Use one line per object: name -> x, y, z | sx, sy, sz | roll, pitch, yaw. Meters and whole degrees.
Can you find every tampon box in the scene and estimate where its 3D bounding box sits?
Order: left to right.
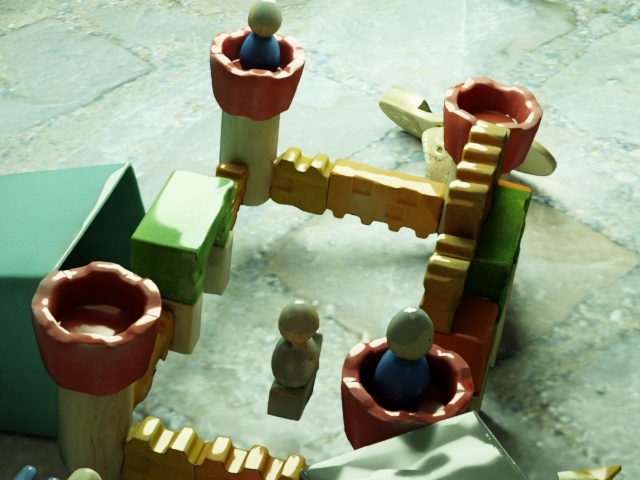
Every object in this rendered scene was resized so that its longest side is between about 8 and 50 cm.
tampon box -> 0.065, 0.208, 0.822 | 0.120, 0.161, 0.101 | -17, 36, -15

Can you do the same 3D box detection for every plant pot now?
plant pot -> -0.270, 0.047, 1.106 | 0.234, 0.166, 0.165 | 1, 35, 17

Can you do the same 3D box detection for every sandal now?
sandal -> 0.126, -0.081, 1.329 | 0.079, 0.088, 0.240 | -52, 40, -7

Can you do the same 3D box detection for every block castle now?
block castle -> 0.000, 0.000, 1.042 | 0.303, 0.213, 0.453 | 14, 37, 8

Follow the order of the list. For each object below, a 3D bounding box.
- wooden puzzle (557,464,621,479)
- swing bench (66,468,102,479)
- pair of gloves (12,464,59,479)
wooden puzzle -> 0.215, 0.199, 0.946 | 0.078, 0.014, 0.116 | -13, 35, -3
swing bench -> -0.140, 0.298, 0.639 | 0.165, 0.253, 0.254 | 26, 46, 37
pair of gloves -> -0.269, 0.183, 0.937 | 0.198, 0.023, 0.159 | 42, 43, 6
